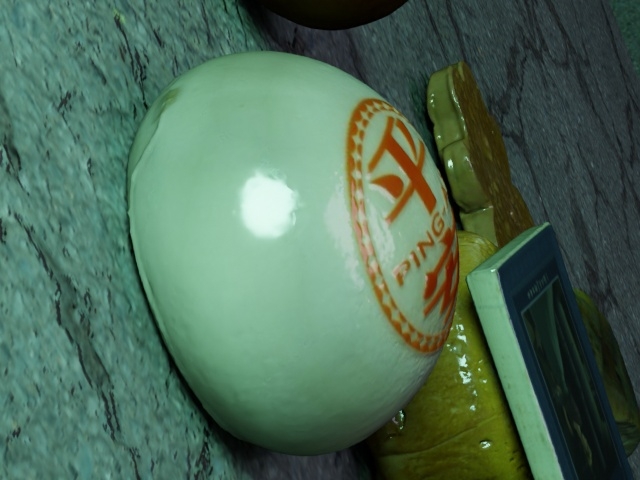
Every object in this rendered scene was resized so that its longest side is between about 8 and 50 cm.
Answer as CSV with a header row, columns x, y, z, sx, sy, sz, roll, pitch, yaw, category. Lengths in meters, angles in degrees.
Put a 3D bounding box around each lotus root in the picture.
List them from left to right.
x,y,z,sx,sy,sz,roll,pitch,yaw,category
0.177,0.122,1.499,0.235,0.138,0.119,33,33,-55,lotus root

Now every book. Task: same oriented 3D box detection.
x,y,z,sx,sy,sz,roll,pitch,yaw,category
0.169,0.130,1.247,0.269,0.025,0.191,71,20,-3,book

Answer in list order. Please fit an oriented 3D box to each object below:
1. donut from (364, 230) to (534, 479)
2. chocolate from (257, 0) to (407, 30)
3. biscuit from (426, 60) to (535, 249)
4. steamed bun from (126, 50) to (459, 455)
x,y,z,sx,sy,sz,roll,pitch,yaw,category
0.095,0.102,1.281,0.226,0.113,0.227,-17,90,-70,donut
-0.002,-0.220,1.259,0.177,0.176,0.177,-18,90,-72,chocolate
0.153,-0.019,1.673,0.289,0.044,0.202,67,18,-11,biscuit
0.000,0.000,1.040,0.232,0.145,0.232,-18,90,-72,steamed bun
